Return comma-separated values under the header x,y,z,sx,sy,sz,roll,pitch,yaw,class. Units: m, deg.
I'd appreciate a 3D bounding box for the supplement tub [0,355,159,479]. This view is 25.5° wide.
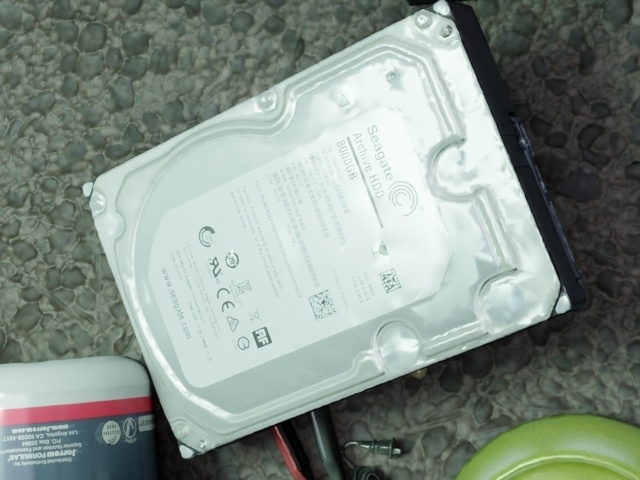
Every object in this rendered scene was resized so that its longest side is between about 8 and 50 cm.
x,y,z,sx,sy,sz,roll,pitch,yaw,class
-0.217,0.230,1.092,0.191,0.191,0.272,-5,85,12,supplement tub

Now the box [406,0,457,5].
x,y,z,sx,sy,sz,roll,pitch,yaw,class
0.181,-0.285,1.068,0.270,0.143,0.165,-5,85,12,box

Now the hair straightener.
x,y,z,sx,sy,sz,roll,pitch,yaw,class
0.024,0.189,1.116,0.089,0.047,0.230,-25,79,9,hair straightener

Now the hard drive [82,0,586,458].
x,y,z,sx,sy,sz,roll,pitch,yaw,class
0.000,0.000,1.047,0.339,0.064,0.237,-23,84,25,hard drive

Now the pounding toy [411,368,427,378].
x,y,z,sx,sy,sz,roll,pitch,yaw,class
0.066,0.015,1.103,0.206,0.094,0.181,-24,83,26,pounding toy

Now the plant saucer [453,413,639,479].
x,y,z,sx,sy,sz,roll,pitch,yaw,class
0.193,0.252,1.064,0.241,0.037,0.241,-2,84,20,plant saucer
